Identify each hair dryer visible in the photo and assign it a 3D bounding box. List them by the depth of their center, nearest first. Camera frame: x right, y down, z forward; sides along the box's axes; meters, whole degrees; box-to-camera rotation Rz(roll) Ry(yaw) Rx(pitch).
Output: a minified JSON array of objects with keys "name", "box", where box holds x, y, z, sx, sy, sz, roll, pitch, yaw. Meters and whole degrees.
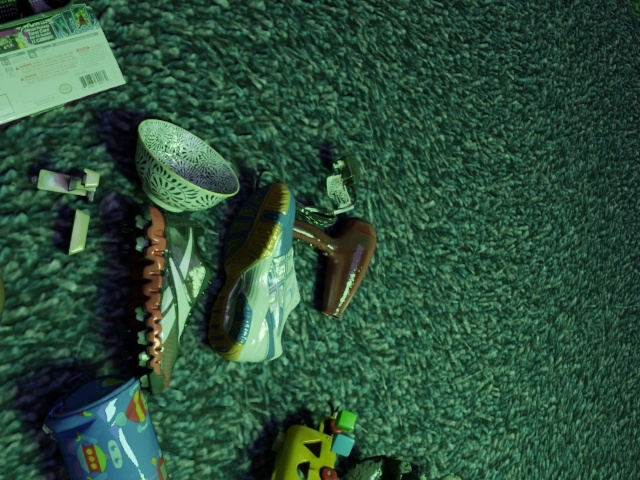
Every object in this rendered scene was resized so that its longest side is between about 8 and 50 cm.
[{"name":"hair dryer","box":[0.000,0.000,1.164,0.223,0.080,0.294,-18,94,-23]}]

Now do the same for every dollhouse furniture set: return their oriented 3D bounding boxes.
[{"name":"dollhouse furniture set","box":[-0.351,-0.040,0.854,0.081,0.091,0.114,10,84,-24]}]

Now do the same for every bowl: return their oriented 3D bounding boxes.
[{"name":"bowl","box":[-0.213,-0.096,0.947,0.170,0.170,0.080,25,115,-37]}]

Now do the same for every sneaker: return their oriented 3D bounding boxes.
[{"name":"sneaker","box":[-0.220,0.087,0.936,0.135,0.097,0.276,3,84,-38]},{"name":"sneaker","box":[-0.090,0.055,1.057,0.131,0.111,0.297,22,82,-46]}]

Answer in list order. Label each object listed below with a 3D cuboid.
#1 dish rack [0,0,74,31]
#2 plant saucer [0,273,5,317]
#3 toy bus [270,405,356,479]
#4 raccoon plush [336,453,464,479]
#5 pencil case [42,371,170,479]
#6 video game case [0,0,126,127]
[{"name":"dish rack","box":[-0.447,-0.365,0.740,0.208,0.074,0.272,-34,104,-37]},{"name":"plant saucer","box":[-0.470,0.071,0.772,0.168,0.029,0.169,4,84,-41]},{"name":"toy bus","box":[-0.030,0.361,1.073,0.104,0.202,0.191,23,78,-5]},{"name":"raccoon plush","box":[0.105,0.596,1.181,0.446,0.216,0.299,-37,129,-4]},{"name":"pencil case","box":[-0.274,0.331,0.862,0.133,0.119,0.306,-16,99,-9]},{"name":"video game case","box":[-0.405,-0.269,0.837,0.232,0.041,0.210,-33,107,-37]}]
